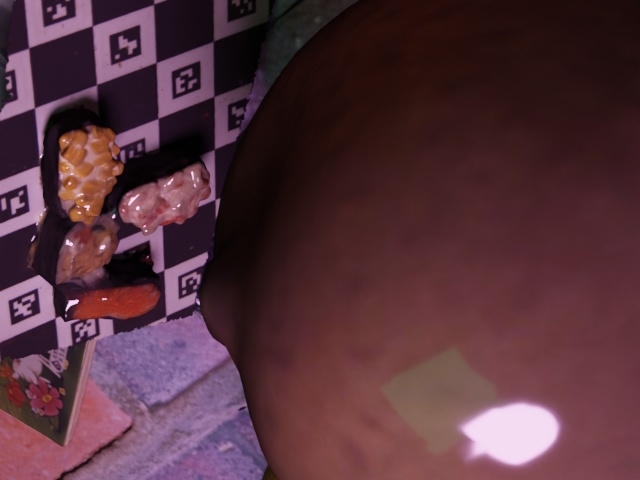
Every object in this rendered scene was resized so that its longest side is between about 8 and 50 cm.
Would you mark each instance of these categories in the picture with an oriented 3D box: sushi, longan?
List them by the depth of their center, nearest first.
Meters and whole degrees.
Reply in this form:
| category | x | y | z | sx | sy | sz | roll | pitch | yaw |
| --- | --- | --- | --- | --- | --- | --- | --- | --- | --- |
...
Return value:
| category | x | y | z | sx | sy | sz | roll | pitch | yaw |
| --- | --- | --- | --- | --- | --- | --- | --- | --- | --- |
| longan | 0.097 | 0.017 | 0.907 | 0.361 | 0.361 | 0.361 | 16 | 129 | 21 |
| sushi | -0.118 | -0.033 | 1.079 | 0.043 | 0.193 | 0.279 | 43 | 129 | 37 |

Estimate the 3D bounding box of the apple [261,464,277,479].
| category | x | y | z | sx | sy | sz | roll | pitch | yaw |
| --- | --- | --- | --- | --- | --- | --- | --- | --- | --- |
| apple | 0.073 | 0.226 | 1.180 | 0.261 | 0.194 | 0.260 | 15 | 130 | 19 |

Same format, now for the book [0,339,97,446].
| category | x | y | z | sx | sy | sz | roll | pitch | yaw |
| --- | --- | --- | --- | --- | --- | --- | --- | --- | --- |
| book | -0.320 | 0.017 | 1.387 | 0.322 | 0.018 | 0.228 | 28 | 132 | 11 |

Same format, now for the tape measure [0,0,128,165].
| category | x | y | z | sx | sy | sz | roll | pitch | yaw |
| --- | --- | --- | --- | --- | --- | --- | --- | --- | --- |
| tape measure | -0.235 | -0.089 | 1.168 | 0.262 | 0.138 | 0.259 | 19 | 127 | 17 |

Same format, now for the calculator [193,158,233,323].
| category | x | y | z | sx | sy | sz | roll | pitch | yaw |
| --- | --- | --- | --- | --- | --- | --- | --- | --- | --- |
| calculator | 0.000 | 0.000 | 1.174 | 0.166 | 0.028 | 0.274 | 42 | 133 | -2 |
